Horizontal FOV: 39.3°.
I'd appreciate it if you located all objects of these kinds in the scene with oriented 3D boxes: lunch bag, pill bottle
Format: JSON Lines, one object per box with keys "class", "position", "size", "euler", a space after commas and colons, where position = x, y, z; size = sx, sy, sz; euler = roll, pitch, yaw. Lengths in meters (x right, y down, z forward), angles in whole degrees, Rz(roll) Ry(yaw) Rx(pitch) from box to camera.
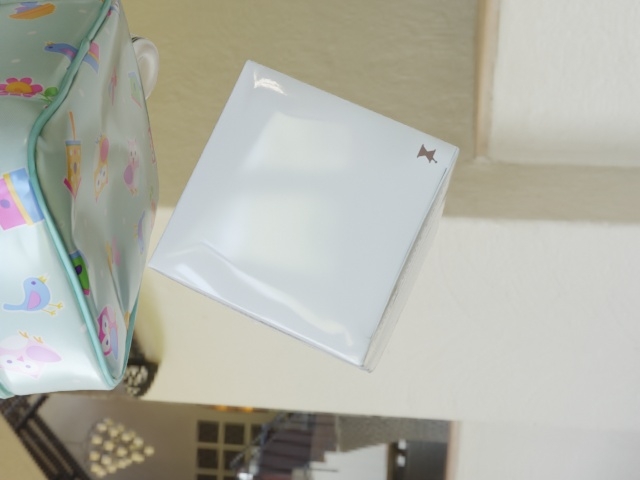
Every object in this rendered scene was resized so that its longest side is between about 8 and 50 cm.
{"class": "lunch bag", "position": [-0.187, -0.035, 0.624], "size": [0.279, 0.108, 0.224], "euler": [-90, -3, -53]}
{"class": "pill bottle", "position": [-0.338, -0.269, 1.312], "size": [0.103, 0.184, 0.103], "euler": [20, -90, -76]}

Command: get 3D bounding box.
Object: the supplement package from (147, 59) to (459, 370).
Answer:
{"class": "supplement package", "position": [0.000, 0.000, 0.605], "size": [0.244, 0.134, 0.139], "euler": [65, -131, -79]}
